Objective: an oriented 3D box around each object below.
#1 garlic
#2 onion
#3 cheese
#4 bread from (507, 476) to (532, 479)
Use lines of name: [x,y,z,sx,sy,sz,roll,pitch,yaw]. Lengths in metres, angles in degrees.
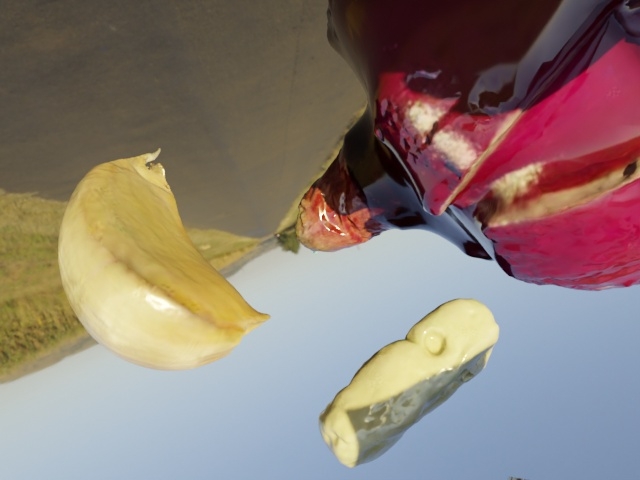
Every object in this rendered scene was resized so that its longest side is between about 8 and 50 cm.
garlic: [-0.219,0.012,0.640,0.196,0.338,0.151,-9,141,-44]
onion: [0.143,-0.110,0.487,0.398,0.398,0.420,-27,165,-49]
cheese: [0.115,0.183,0.680,0.263,0.093,0.159,-35,153,-15]
bread: [0.327,0.415,0.869,0.043,0.108,0.062,10,-157,8]
